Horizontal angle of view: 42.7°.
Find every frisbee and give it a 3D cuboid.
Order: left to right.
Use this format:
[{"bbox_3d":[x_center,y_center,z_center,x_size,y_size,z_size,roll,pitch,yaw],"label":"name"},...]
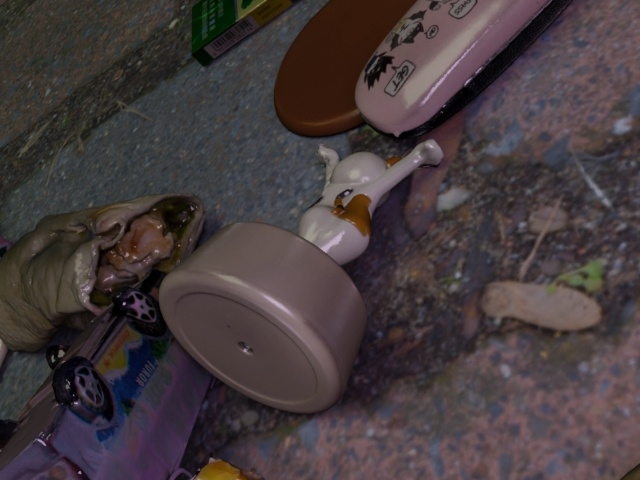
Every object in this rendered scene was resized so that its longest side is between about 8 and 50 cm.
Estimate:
[{"bbox_3d":[0.042,-0.226,0.963,0.250,0.021,0.251,-24,47,28],"label":"frisbee"}]

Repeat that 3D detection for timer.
[{"bbox_3d":[0.000,0.000,0.742,0.175,0.175,0.266,-2,41,42],"label":"timer"}]

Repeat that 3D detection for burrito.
[{"bbox_3d":[-0.300,0.035,0.984,0.331,0.135,0.190,-10,60,42],"label":"burrito"}]

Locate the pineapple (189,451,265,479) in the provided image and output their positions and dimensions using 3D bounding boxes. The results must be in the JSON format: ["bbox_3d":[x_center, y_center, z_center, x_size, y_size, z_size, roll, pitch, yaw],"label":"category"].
[{"bbox_3d":[-0.063,0.355,0.504,0.286,0.209,0.344,37,72,16],"label":"pineapple"}]

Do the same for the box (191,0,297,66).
[{"bbox_3d":[-0.089,-0.358,1.179,0.235,0.034,0.132,-29,43,22],"label":"box"}]

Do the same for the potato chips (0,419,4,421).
[{"bbox_3d":[-0.317,0.295,0.674,0.429,0.070,0.359,161,118,-73],"label":"potato chips"}]

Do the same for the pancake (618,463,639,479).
[{"bbox_3d":[0.240,0.223,0.391,0.294,0.049,0.294,-23,46,26],"label":"pancake"}]

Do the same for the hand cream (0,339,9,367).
[{"bbox_3d":[-0.426,0.122,1.107,0.061,0.039,0.143,-4,65,42],"label":"hand cream"}]

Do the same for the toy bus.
[{"bbox_3d":[-0.173,0.140,0.689,0.112,0.138,0.317,-39,14,16],"label":"toy bus"}]

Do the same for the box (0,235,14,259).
[{"bbox_3d":[-0.595,0.046,1.262,0.369,0.112,0.190,14,68,47],"label":"box"}]

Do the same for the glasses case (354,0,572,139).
[{"bbox_3d":[0.159,-0.226,0.808,0.314,0.075,0.122,-45,44,4],"label":"glasses case"}]
